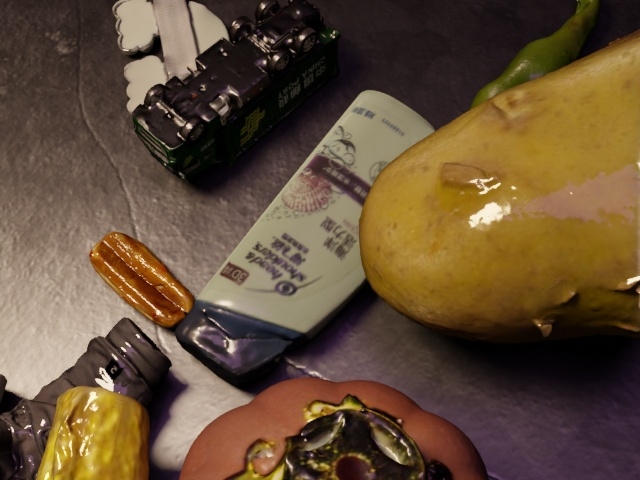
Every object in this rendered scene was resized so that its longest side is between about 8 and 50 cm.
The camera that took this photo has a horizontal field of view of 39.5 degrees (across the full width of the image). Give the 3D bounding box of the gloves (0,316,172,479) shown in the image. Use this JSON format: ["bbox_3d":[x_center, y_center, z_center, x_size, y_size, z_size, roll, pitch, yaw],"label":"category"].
[{"bbox_3d":[-0.248,0.196,0.856,0.142,0.119,0.285,35,55,20],"label":"gloves"}]

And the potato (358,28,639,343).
[{"bbox_3d":[0.210,-0.066,0.905,0.296,0.290,0.397,1,45,24],"label":"potato"}]

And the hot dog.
[{"bbox_3d":[-0.190,0.045,0.969,0.144,0.038,0.062,39,68,16],"label":"hot dog"}]

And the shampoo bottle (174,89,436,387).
[{"bbox_3d":[0.000,0.000,0.965,0.134,0.078,0.359,33,68,10],"label":"shampoo bottle"}]

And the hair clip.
[{"bbox_3d":[-0.185,-0.257,1.115,0.140,0.054,0.220,-11,66,-9],"label":"hair clip"}]

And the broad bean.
[{"bbox_3d":[0.266,-0.226,1.087,0.098,0.056,0.318,20,60,18],"label":"broad bean"}]

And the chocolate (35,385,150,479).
[{"bbox_3d":[-0.217,0.331,0.694,0.162,0.162,0.445,3,63,3],"label":"chocolate"}]

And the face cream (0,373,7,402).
[{"bbox_3d":[-0.384,0.249,0.848,0.107,0.073,0.269,-7,57,33],"label":"face cream"}]

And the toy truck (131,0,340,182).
[{"bbox_3d":[-0.094,-0.176,1.031,0.088,0.121,0.259,42,71,18],"label":"toy truck"}]

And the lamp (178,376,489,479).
[{"bbox_3d":[0.014,0.245,0.740,0.305,0.239,0.305,3,47,-3],"label":"lamp"}]
